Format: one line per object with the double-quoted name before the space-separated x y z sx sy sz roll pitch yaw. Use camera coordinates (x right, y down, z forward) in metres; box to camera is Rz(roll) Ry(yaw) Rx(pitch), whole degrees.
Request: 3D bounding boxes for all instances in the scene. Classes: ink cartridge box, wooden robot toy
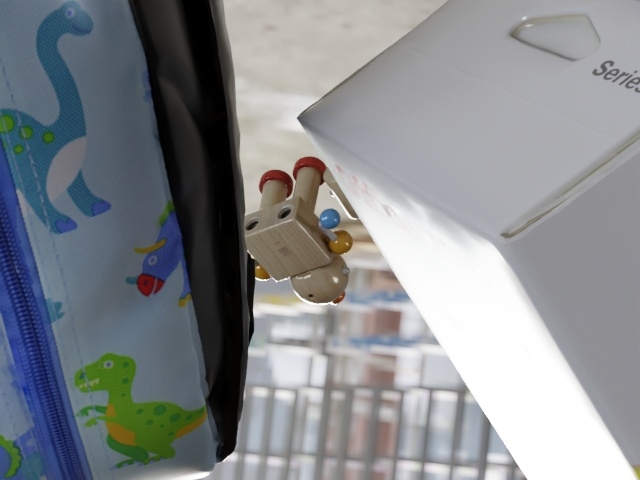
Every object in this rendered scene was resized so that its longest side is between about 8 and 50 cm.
"ink cartridge box" 0.102 0.032 0.553 0.212 0.093 0.154 58 170 -26
"wooden robot toy" 0.000 0.000 1.086 0.173 0.076 0.079 -18 123 29

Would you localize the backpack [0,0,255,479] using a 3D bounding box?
"backpack" -0.137 -0.066 0.620 0.273 0.355 0.290 -29 -151 -5
